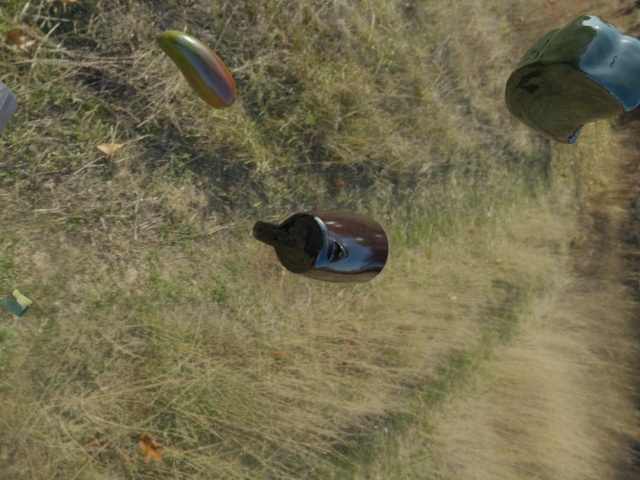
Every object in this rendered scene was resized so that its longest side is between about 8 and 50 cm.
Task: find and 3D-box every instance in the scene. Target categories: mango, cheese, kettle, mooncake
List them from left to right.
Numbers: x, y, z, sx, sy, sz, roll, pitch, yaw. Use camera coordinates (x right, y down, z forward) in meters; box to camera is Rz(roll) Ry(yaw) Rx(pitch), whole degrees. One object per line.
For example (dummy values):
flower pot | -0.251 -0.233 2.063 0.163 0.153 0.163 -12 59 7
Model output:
cheese | -0.739 0.150 1.034 0.060 0.084 0.041 47 42 -21
mango | -0.382 -0.550 1.358 0.129 0.146 0.289 -55 138 -10
kettle | 0.000 0.000 0.786 0.232 0.202 0.144 10 101 -60
mooncake | 0.341 -0.204 0.559 0.104 0.175 0.168 -49 119 -4

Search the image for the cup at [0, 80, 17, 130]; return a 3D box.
cup | -1.000 -0.342 1.100 0.288 0.208 0.273 48 48 -45
